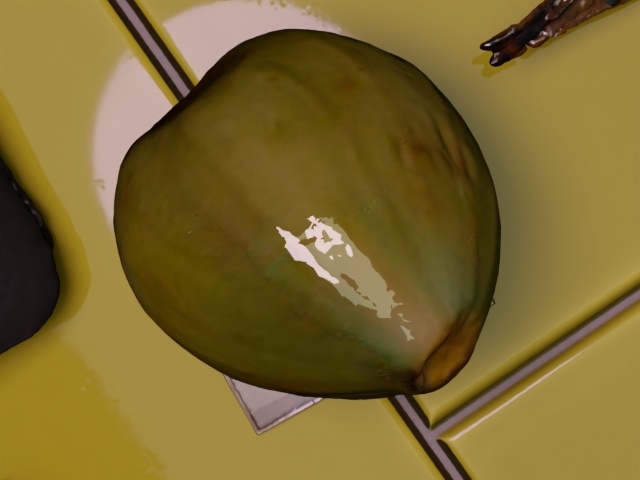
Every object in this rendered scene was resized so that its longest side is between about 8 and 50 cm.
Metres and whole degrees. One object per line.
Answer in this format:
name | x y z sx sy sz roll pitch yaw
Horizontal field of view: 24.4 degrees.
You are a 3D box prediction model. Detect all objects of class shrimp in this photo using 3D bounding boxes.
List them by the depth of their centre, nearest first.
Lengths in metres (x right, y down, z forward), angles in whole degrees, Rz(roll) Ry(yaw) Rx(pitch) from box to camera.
shrimp | 0.199 -0.216 1.022 0.262 0.066 0.117 -32 76 -8

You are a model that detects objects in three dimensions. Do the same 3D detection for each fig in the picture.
fig | 0.000 0.000 0.944 0.239 0.239 0.271 -41 49 6

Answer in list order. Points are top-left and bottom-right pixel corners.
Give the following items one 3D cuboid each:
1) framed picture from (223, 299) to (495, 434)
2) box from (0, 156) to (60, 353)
framed picture | 0.007 0.036 1.078 0.201 0.010 0.136 -29 92 5
box | -0.395 -0.019 0.997 0.350 0.091 0.359 -35 100 -21
